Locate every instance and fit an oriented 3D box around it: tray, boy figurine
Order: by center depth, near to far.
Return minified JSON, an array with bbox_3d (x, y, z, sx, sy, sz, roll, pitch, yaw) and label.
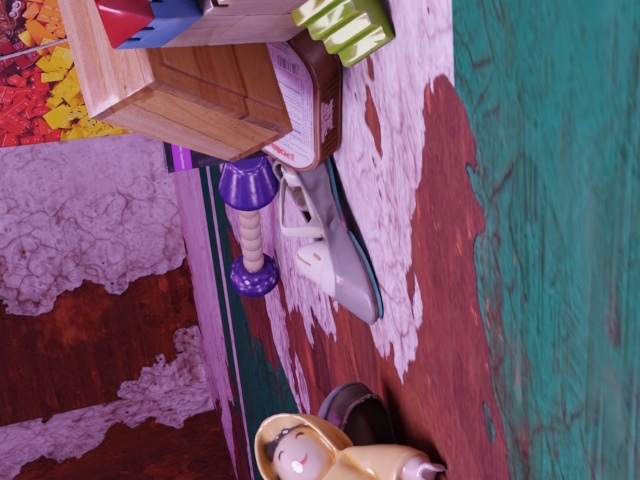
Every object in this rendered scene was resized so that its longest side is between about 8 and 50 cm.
[{"bbox_3d":[-0.155,-0.280,1.278,0.203,0.076,0.411,14,-127,-59],"label":"tray"},{"bbox_3d":[0.037,0.243,1.308,0.092,0.177,0.285,26,-160,-43],"label":"boy figurine"}]

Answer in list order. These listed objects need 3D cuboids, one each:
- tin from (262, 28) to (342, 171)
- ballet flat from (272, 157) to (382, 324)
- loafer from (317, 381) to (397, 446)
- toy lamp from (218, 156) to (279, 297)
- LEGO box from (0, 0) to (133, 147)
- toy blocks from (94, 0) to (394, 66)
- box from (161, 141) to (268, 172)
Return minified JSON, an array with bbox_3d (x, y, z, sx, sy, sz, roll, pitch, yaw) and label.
[{"bbox_3d":[-0.032,-0.140,1.407,0.106,0.040,0.190,35,151,24],"label":"tin"},{"bbox_3d":[0.000,0.000,1.464,0.072,0.068,0.213,90,165,-53],"label":"ballet flat"},{"bbox_3d":[0.059,0.258,1.446,0.087,0.094,0.251,-6,95,47],"label":"loafer"},{"bbox_3d":[-0.090,-0.028,1.970,0.275,0.080,0.080,90,165,-58],"label":"toy lamp"},{"bbox_3d":[-0.262,-0.344,1.613,0.193,0.372,0.500,98,160,-46],"label":"LEGO box"},{"bbox_3d":[-0.129,-0.289,1.092,0.190,0.261,0.381,-29,80,39],"label":"toy blocks"},{"bbox_3d":[-0.081,-0.132,1.499,0.029,0.162,0.116,-107,10,-48],"label":"box"}]
